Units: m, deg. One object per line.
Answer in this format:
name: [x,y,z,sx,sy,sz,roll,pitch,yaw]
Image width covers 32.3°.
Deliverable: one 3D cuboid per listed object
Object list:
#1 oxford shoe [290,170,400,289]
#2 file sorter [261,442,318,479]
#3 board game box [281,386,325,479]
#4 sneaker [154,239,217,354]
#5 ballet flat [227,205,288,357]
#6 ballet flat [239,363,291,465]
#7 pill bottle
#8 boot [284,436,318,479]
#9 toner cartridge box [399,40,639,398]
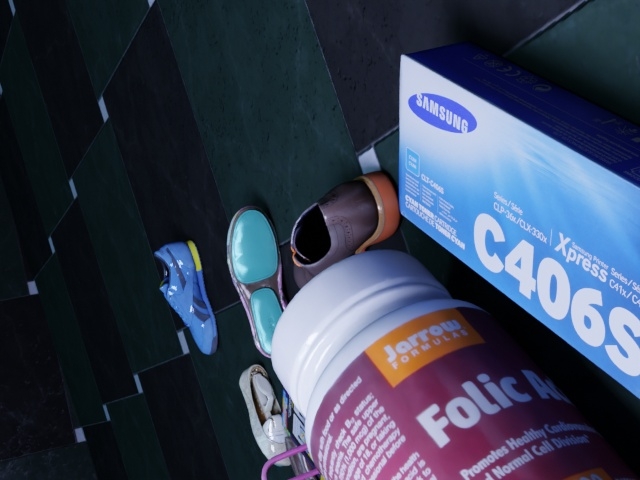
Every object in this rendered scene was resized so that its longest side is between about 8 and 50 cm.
oxford shoe: [0.000,0.000,1.300,0.097,0.098,0.271,66,155,17]
file sorter: [0.025,0.401,1.401,0.202,0.182,0.291,54,150,38]
board game box: [0.000,0.232,1.518,0.141,0.048,0.170,48,145,42]
sneaker: [-0.237,0.105,1.924,0.069,0.082,0.209,6,111,63]
ballet flat: [-0.086,0.059,1.580,0.079,0.076,0.222,-138,34,-83]
ballet flat: [-0.083,0.270,1.722,0.168,0.057,0.052,63,145,22]
pill bottle: [0.123,0.195,0.999,0.392,0.224,0.224,51,148,41]
boot: [-0.033,0.355,1.683,0.106,0.037,0.114,-41,70,50]
toner cartridge box: [0.185,-0.031,0.900,0.348,0.075,0.165,42,140,51]
